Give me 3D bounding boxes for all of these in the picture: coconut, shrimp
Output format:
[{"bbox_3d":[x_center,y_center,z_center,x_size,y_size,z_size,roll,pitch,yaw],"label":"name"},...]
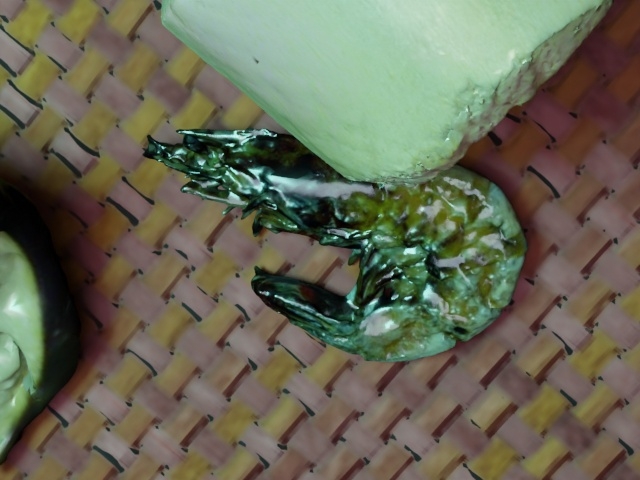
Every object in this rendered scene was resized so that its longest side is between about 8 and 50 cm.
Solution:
[{"bbox_3d":[0.015,-0.107,0.522,0.152,0.147,0.147,41,107,-7],"label":"coconut"},{"bbox_3d":[0.000,0.000,0.606,0.161,0.034,0.091,17,106,6],"label":"shrimp"}]

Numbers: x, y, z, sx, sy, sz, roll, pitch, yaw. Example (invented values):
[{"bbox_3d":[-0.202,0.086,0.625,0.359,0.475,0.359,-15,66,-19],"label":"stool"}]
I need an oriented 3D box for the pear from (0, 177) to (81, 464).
[{"bbox_3d":[-0.250,0.024,0.592,0.267,0.267,0.178,-49,64,17],"label":"pear"}]
